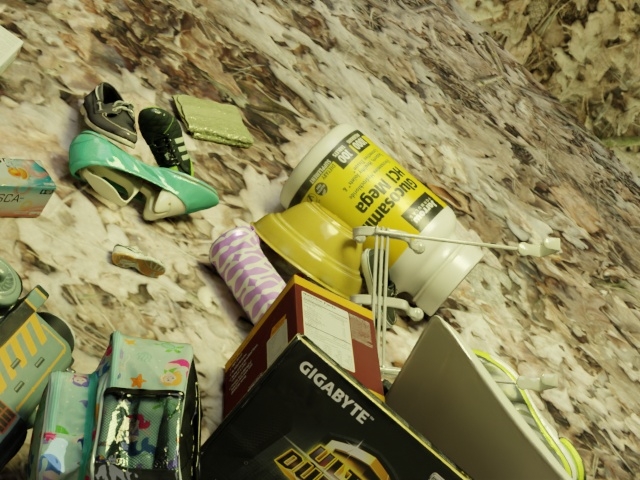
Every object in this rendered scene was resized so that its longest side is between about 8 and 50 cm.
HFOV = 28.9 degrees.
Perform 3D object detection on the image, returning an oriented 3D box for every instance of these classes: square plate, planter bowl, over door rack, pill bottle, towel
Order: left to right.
[{"bbox_3d":[-0.192,-0.216,2.236,0.148,0.027,0.110,10,39,-41],"label":"towel"},{"bbox_3d":[0.000,0.000,1.988,0.217,0.090,0.217,35,6,-5],"label":"planter bowl"},{"bbox_3d":[0.109,-0.031,2.129,0.334,0.188,0.188,40,28,7],"label":"pill bottle"},{"bbox_3d":[0.201,0.110,1.925,0.324,0.108,0.239,4,76,-7],"label":"over door rack"},{"bbox_3d":[0.191,0.317,1.538,0.049,0.344,0.347,-16,56,-36],"label":"square plate"}]

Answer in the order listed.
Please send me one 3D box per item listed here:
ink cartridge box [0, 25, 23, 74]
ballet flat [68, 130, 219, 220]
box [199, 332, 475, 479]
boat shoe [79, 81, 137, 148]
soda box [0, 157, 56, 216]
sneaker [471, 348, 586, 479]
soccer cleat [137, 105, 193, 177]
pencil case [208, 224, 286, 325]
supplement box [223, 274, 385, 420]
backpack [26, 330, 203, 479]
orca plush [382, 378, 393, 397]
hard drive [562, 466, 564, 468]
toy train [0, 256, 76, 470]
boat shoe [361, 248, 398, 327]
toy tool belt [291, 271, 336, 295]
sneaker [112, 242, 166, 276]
[{"bbox_3d":[-0.568,-0.294,1.932,0.145,0.045,0.179,35,46,-6],"label":"ink cartridge box"},{"bbox_3d":[-0.275,-0.079,1.899,0.247,0.083,0.087,25,58,-21],"label":"ballet flat"},{"bbox_3d":[0.014,0.306,1.439,0.322,0.257,0.079,41,1,6],"label":"box"},{"bbox_3d":[-0.327,-0.201,1.952,0.075,0.065,0.206,27,8,-30],"label":"boat shoe"},{"bbox_3d":[-0.454,-0.073,1.682,0.183,0.063,0.058,-1,47,-49],"label":"soda box"},{"bbox_3d":[0.281,0.289,1.937,0.300,0.111,0.121,47,34,23],"label":"sneaker"},{"bbox_3d":[-0.237,-0.138,1.954,0.179,0.060,0.072,67,7,-50],"label":"soccer cleat"},{"bbox_3d":[-0.086,0.071,1.856,0.206,0.088,0.086,52,-8,28],"label":"pencil case"},{"bbox_3d":[-0.027,0.190,1.635,0.129,0.191,0.194,26,30,-20],"label":"supplement box"},{"bbox_3d":[-0.212,0.227,1.324,0.191,0.225,0.253,12,42,-5],"label":"backpack"},{"bbox_3d":[0.099,0.297,1.773,0.287,0.102,0.151,49,-16,1],"label":"orca plush"},{"bbox_3d":[0.306,0.462,1.671,0.210,0.040,0.318,9,56,-42],"label":"hard drive"},{"bbox_3d":[-0.388,0.146,1.368,0.190,0.142,0.334,46,25,-9],"label":"toy train"},{"bbox_3d":[0.103,0.079,2.039,0.049,0.040,0.142,-49,126,-58],"label":"boat shoe"},{"bbox_3d":[-0.013,0.079,1.985,0.083,0.052,0.051,36,-2,-7],"label":"toy tool belt"},{"bbox_3d":[-0.260,0.024,1.791,0.083,0.032,0.037,22,31,-27],"label":"sneaker"}]
